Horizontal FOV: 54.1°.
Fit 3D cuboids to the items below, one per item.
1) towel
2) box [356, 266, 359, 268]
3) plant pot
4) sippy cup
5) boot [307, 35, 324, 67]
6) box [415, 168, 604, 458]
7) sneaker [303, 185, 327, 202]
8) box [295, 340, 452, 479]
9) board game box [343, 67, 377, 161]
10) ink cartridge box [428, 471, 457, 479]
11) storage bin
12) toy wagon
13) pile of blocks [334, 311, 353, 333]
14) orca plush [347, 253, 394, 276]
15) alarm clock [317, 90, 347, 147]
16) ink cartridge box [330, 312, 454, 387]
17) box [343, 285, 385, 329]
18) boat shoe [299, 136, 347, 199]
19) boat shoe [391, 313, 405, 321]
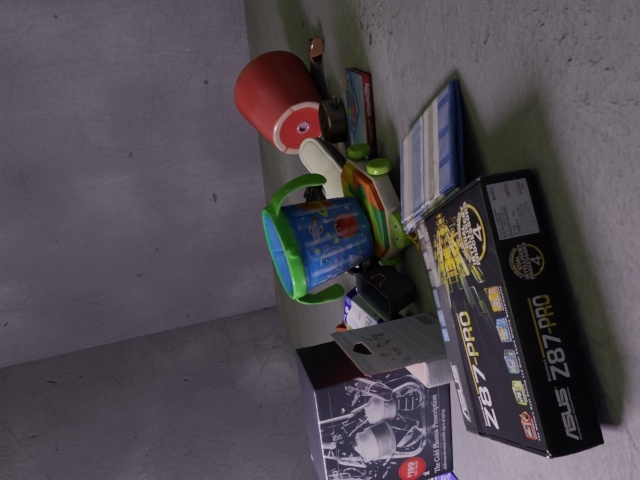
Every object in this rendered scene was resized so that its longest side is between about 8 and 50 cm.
[{"bbox_3d":[0.206,-0.145,1.176,0.285,0.034,0.209,127,145,-73],"label":"towel"},{"bbox_3d":[0.047,-0.017,2.008,0.290,0.087,0.169,-132,32,-68],"label":"box"},{"bbox_3d":[-0.106,-0.420,1.986,0.243,0.275,0.275,56,157,37],"label":"plant pot"},{"bbox_3d":[0.000,0.000,1.519,0.305,0.224,0.240,101,149,-65],"label":"sippy cup"},{"bbox_3d":[-0.020,-0.580,1.881,0.118,0.042,0.087,93,163,-51],"label":"boot"},{"bbox_3d":[0.279,0.118,1.002,0.318,0.097,0.394,123,135,-79],"label":"box"},{"bbox_3d":[0.015,-0.116,1.918,0.124,0.107,0.283,-57,21,18],"label":"sneaker"},{"bbox_3d":[0.128,0.404,1.475,0.179,0.313,0.343,-126,26,-65],"label":"box"},{"bbox_3d":[0.105,-0.291,1.604,0.145,0.027,0.281,-129,29,-63],"label":"board game box"},{"bbox_3d":[0.295,0.640,1.582,0.208,0.045,0.206,-140,40,-70],"label":"ink cartridge box"},{"bbox_3d":[0.161,0.114,1.514,0.135,0.091,0.098,41,148,40],"label":"storage bin"},{"bbox_3d":[0.141,-0.070,1.490,0.344,0.068,0.267,-128,23,-58],"label":"toy wagon"},{"bbox_3d":[0.110,0.286,1.944,0.362,0.113,0.149,101,155,-63],"label":"pile of blocks"},{"bbox_3d":[0.117,0.051,1.699,0.151,0.102,0.287,92,162,-49],"label":"orca plush"},{"bbox_3d":[0.034,-0.356,1.804,0.192,0.064,0.129,103,153,-57],"label":"alarm clock"},{"bbox_3d":[0.169,0.229,1.283,0.275,0.239,0.060,-149,49,-75],"label":"ink cartridge box"},{"bbox_3d":[0.135,0.205,1.714,0.137,0.072,0.126,39,150,26],"label":"box"},{"bbox_3d":[0.057,-0.164,1.757,0.109,0.091,0.305,-43,73,32],"label":"boat shoe"},{"bbox_3d":[0.202,0.260,1.612,0.073,0.073,0.207,26,146,22],"label":"boat shoe"}]
